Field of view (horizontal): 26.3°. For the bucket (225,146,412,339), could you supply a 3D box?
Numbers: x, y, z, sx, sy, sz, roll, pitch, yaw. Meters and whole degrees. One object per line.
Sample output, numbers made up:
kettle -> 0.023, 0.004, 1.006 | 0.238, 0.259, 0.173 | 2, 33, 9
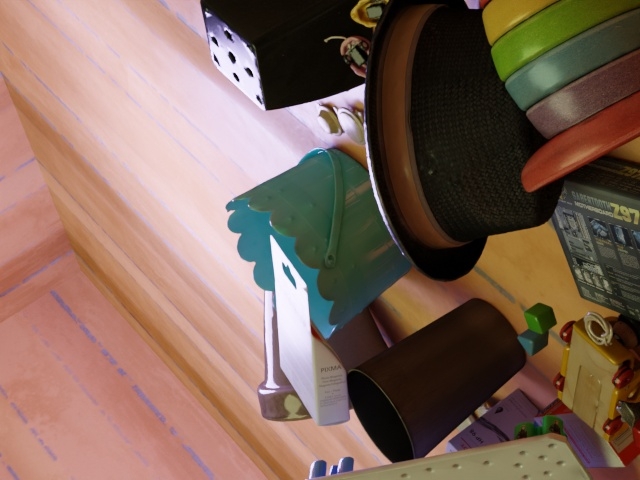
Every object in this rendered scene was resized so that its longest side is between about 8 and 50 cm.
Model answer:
bucket -> 0.000, 0.000, 2.146 | 0.281, 0.183, 0.281 | 46, 159, 24

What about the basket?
basket -> 0.172, 0.198, 1.986 | 0.154, 0.227, 0.204 | 43, 157, 33

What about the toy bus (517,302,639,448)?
toy bus -> 0.352, 0.143, 1.642 | 0.191, 0.104, 0.202 | 62, 157, -10

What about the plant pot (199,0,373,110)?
plant pot -> -0.052, -0.285, 1.826 | 0.187, 0.167, 0.188 | 45, 159, 31

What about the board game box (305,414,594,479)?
board game box -> 0.230, 0.400, 1.966 | 0.390, 0.050, 0.390 | -15, 134, 24

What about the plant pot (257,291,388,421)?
plant pot -> -0.004, 0.171, 2.388 | 0.263, 0.263, 0.229 | -3, 102, 68

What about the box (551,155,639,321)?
box -> 0.348, 0.005, 1.497 | 0.233, 0.059, 0.183 | 23, 143, 59

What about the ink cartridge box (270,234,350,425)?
ink cartridge box -> -0.016, 0.128, 2.003 | 0.189, 0.066, 0.232 | -129, 35, -60

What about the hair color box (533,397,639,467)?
hair color box -> 0.370, 0.261, 1.881 | 0.093, 0.053, 0.167 | 55, 160, -2

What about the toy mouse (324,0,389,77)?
toy mouse -> 0.083, -0.240, 1.721 | 0.161, 0.031, 0.143 | -10, 111, 38

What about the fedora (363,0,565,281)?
fedora -> 0.175, -0.124, 1.463 | 0.152, 0.334, 0.334 | -3, 125, 33

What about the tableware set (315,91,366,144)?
tableware set -> 0.012, -0.206, 2.027 | 0.169, 0.020, 0.141 | 14, 137, 61

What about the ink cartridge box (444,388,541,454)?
ink cartridge box -> 0.260, 0.318, 2.043 | 0.104, 0.180, 0.060 | 47, 158, 24

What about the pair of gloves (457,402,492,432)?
pair of gloves -> 0.282, 0.339, 2.243 | 0.204, 0.042, 0.240 | 59, 162, -10

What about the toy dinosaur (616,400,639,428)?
toy dinosaur -> 0.425, 0.163, 1.466 | 0.121, 0.160, 0.313 | 50, 154, 29

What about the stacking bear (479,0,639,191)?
stacking bear -> 0.221, -0.220, 1.304 | 0.289, 0.175, 0.164 | 62, 164, 3
